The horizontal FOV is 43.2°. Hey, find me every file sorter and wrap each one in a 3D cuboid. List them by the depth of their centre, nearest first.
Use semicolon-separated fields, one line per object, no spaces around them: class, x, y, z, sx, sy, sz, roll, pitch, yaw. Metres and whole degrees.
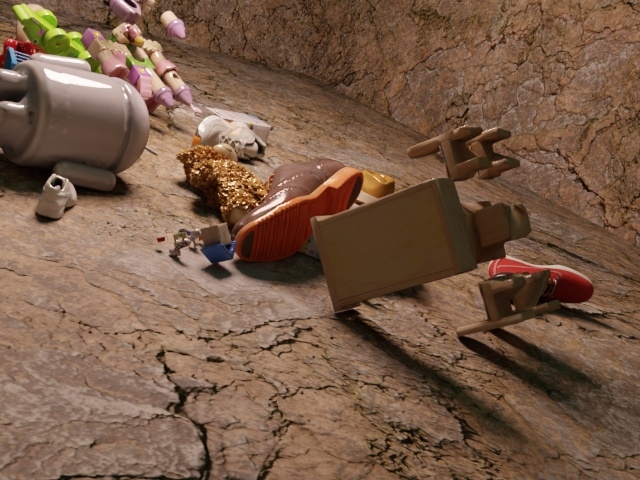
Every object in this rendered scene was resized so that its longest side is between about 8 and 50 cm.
file sorter;-0.694;-0.366;1.903;0.104;0.118;0.170;15;18;-29

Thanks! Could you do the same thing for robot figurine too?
robot figurine;-0.483;-0.233;1.577;0.353;0.199;0.300;3;65;-46

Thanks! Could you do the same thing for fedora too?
fedora;0.149;-0.143;2.209;0.194;0.079;0.194;18;18;-6

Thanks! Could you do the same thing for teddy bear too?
teddy bear;-0.178;-0.119;1.725;0.245;0.113;0.338;15;18;-23

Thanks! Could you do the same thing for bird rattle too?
bird rattle;-0.793;-0.539;2.206;0.143;0.207;0.253;5;4;13

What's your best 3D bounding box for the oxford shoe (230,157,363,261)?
oxford shoe;-0.067;-0.067;1.580;0.132;0.130;0.363;32;37;23

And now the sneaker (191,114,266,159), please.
sneaker;-0.231;-0.262;2.134;0.121;0.099;0.262;31;21;20

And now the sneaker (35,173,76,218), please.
sneaker;-0.453;-0.087;1.410;0.053;0.061;0.152;14;17;-12

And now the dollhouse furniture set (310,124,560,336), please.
dollhouse furniture set;0.211;0.000;1.483;0.256;0.362;0.394;-18;-7;35

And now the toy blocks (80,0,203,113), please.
toy blocks;-0.461;-0.451;2.132;0.288;0.309;0.260;-4;51;-55

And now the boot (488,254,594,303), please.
boot;0.500;0.110;1.824;0.244;0.088;0.176;13;17;6

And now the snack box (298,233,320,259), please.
snack box;0.000;0.000;1.678;0.100;0.037;0.141;19;18;3

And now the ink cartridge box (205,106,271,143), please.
ink cartridge box;-0.251;-0.339;2.395;0.181;0.062;0.104;4;23;-43

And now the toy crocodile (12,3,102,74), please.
toy crocodile;-0.693;-0.513;2.152;0.115;0.105;0.340;51;6;23

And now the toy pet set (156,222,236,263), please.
toy pet set;-0.207;0.011;1.423;0.114;0.065;0.122;-12;3;21
